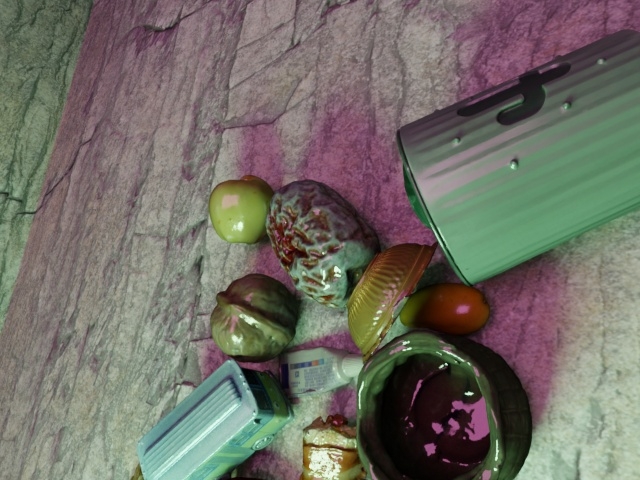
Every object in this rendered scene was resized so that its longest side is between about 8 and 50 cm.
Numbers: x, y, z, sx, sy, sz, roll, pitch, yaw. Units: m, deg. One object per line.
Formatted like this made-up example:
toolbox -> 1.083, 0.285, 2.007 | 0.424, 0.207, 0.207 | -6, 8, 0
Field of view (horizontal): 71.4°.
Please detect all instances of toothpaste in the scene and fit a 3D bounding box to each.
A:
toothpaste -> 0.001, 0.297, 1.016 | 0.282, 0.068, 0.099 | -22, 32, 39

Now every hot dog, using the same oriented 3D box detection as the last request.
hot dog -> 0.024, 0.467, 0.915 | 0.146, 0.103, 0.213 | 10, 90, 16

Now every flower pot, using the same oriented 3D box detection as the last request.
flower pot -> 0.193, 0.300, 0.772 | 0.301, 0.213, 0.302 | -12, 68, 32

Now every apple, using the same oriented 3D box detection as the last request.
apple -> -0.215, -0.087, 1.224 | 0.199, 0.200, 0.200 | -13, 67, 32

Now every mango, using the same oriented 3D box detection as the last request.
mango -> 0.242, 0.135, 0.879 | 0.184, 0.084, 0.102 | -11, 72, 44

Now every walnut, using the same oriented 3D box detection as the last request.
walnut -> -0.160, 0.184, 1.065 | 0.224, 0.224, 0.225 | -13, 67, 32

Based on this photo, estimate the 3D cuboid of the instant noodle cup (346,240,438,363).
instant noodle cup -> 0.117, 0.097, 0.857 | 0.090, 0.274, 0.274 | 31, 94, 9

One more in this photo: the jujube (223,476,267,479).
jujube -> -0.147, 0.592, 0.957 | 0.236, 0.168, 0.168 | -14, 65, 12

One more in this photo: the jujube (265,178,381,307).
jujube -> 0.000, 0.000, 1.018 | 0.226, 0.226, 0.317 | -49, 52, 12

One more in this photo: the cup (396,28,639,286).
cup -> 0.342, -0.166, 0.776 | 0.392, 0.310, 0.401 | -25, 63, 21

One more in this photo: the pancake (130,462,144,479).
pancake -> -0.407, 0.724, 1.137 | 0.386, 0.082, 0.388 | -11, 73, 38

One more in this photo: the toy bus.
toy bus -> -0.234, 0.433, 1.010 | 0.312, 0.190, 0.152 | -42, 52, 5
